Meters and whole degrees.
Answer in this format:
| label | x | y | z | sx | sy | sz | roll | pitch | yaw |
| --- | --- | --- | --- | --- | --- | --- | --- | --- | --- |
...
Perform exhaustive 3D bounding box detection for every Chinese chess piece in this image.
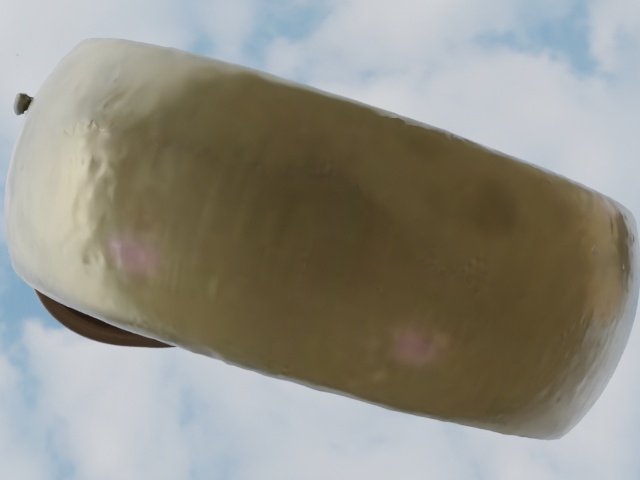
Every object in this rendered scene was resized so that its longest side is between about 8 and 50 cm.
| label | x | y | z | sx | sy | sz | roll | pitch | yaw |
| --- | --- | --- | --- | --- | --- | --- | --- | --- | --- |
| Chinese chess piece | 0.000 | 0.000 | 0.494 | 0.273 | 0.273 | 0.102 | 18 | -90 | -17 |

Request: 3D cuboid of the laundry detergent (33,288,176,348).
| label | x | y | z | sx | sy | sz | roll | pitch | yaw |
| --- | --- | --- | --- | --- | --- | --- | --- | --- | --- |
| laundry detergent | -0.135 | 0.023 | 0.906 | 0.171 | 0.076 | 0.237 | -27 | -52 | -10 |
